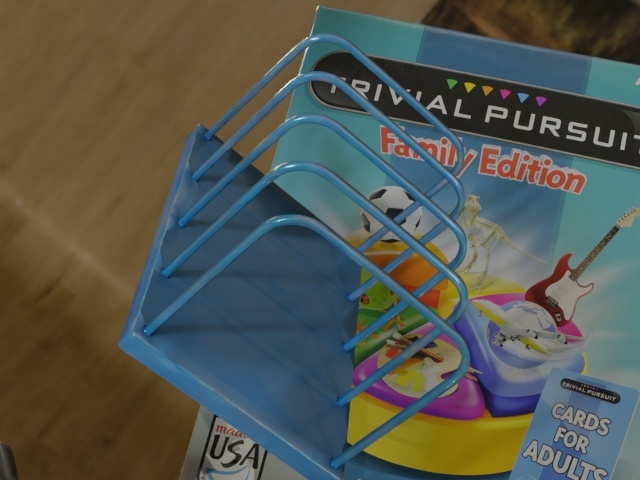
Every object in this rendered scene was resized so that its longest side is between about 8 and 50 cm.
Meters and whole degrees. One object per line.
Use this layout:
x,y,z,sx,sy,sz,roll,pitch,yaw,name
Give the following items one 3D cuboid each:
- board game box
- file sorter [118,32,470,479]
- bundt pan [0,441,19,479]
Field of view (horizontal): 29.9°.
0.080,0.036,0.742,0.253,0.336,0.079,12,160,8,board game box
0.000,0.000,0.555,0.118,0.104,0.170,38,-149,-20,file sorter
-0.239,0.208,0.446,0.124,0.331,0.331,38,-169,-45,bundt pan
